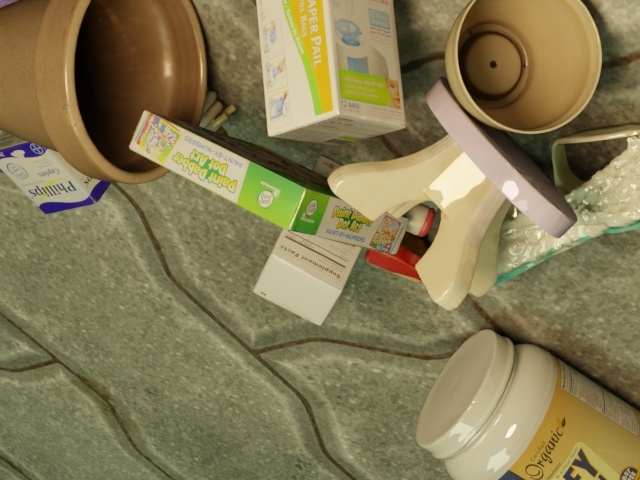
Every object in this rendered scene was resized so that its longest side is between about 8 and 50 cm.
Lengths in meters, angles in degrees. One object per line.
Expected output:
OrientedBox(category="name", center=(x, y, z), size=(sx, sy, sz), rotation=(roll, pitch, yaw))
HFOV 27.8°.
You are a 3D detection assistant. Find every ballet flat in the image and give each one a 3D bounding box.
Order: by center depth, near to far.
OrientedBox(category="ballet flat", center=(0.289, -0.053, 1.519), size=(0.147, 0.147, 0.409), rotation=(42, 140, -22))

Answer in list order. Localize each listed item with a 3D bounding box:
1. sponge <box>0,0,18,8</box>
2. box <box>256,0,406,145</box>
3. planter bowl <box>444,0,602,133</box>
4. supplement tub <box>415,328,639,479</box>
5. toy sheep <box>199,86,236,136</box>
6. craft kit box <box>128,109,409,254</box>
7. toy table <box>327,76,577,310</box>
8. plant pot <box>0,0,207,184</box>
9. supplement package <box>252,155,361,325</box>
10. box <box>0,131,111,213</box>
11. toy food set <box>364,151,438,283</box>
OrientedBox(category="sponge", center=(-0.347, -0.329, 1.617), size=(0.117, 0.031, 0.210), rotation=(31, 144, -10))
OrientedBox(category="box", center=(0.009, -0.213, 1.370), size=(0.103, 0.203, 0.114), rotation=(-13, 169, 42))
OrientedBox(category="planter bowl", center=(0.199, -0.190, 1.361), size=(0.162, 0.162, 0.109), rotation=(35, 172, -13))
OrientedBox(category="supplement tub", center=(0.317, 0.288, 1.834), size=(0.316, 0.228, 0.228), rotation=(32, 145, -10))
OrientedBox(category="toy sheep", center=(-0.168, -0.169, 1.671), size=(0.132, 0.091, 0.091), rotation=(49, 141, -9))
OrientedBox(category="craft kit box", center=(-0.056, -0.066, 1.519), size=(0.250, 0.061, 0.246), rotation=(27, -170, 30))
OrientedBox(category="toy table", center=(0.148, -0.051, 1.421), size=(0.252, 0.274, 0.161), rotation=(38, 106, -21))
OrientedBox(category="plant pot", center=(-0.302, -0.205, 1.553), size=(0.229, 0.263, 0.263), rotation=(6, 141, 30))
OrientedBox(category="supplement package", center=(0.000, 0.000, 1.698), size=(0.105, 0.179, 0.105), rotation=(27, 146, -2))
OrientedBox(category="box", center=(-0.392, -0.115, 1.894), size=(0.126, 0.072, 0.137), rotation=(-9, 134, 41))
OrientedBox(category="toy food set", center=(0.129, -0.011, 1.662), size=(0.104, 0.111, 0.232), rotation=(23, 148, 0))
